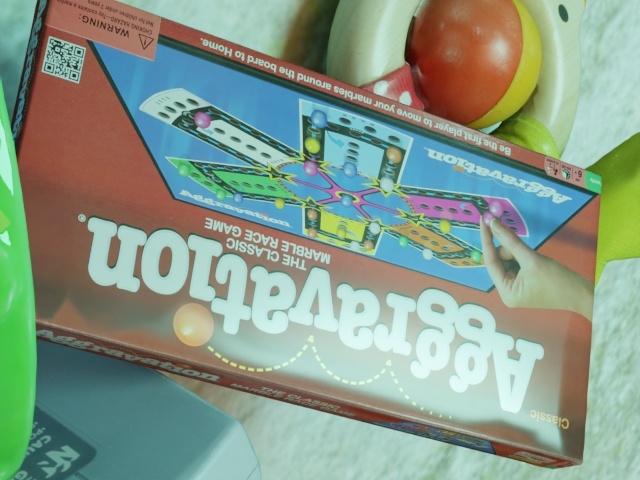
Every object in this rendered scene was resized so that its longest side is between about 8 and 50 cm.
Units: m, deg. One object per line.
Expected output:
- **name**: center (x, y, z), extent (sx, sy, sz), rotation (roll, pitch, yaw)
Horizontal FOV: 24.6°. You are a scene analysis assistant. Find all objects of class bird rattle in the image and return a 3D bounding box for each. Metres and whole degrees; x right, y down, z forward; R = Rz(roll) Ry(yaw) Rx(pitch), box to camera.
- **bird rattle**: center (0.060, -0.069, 0.777), extent (0.253, 0.143, 0.207), rotation (13, 82, -28)

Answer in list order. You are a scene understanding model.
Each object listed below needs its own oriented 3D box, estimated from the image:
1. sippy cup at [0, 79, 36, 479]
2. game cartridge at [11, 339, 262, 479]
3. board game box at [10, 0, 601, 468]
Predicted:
- **sippy cup**: center (-0.233, -0.006, 0.469), extent (0.224, 0.305, 0.240), rotation (-13, 139, -25)
- **game cartridge**: center (-0.177, 0.141, 0.560), extent (0.297, 0.198, 0.062), rotation (-33, 130, -27)
- **board game box**: center (0.000, 0.000, 0.638), extent (0.281, 0.027, 0.145), rotation (17, 69, -24)
